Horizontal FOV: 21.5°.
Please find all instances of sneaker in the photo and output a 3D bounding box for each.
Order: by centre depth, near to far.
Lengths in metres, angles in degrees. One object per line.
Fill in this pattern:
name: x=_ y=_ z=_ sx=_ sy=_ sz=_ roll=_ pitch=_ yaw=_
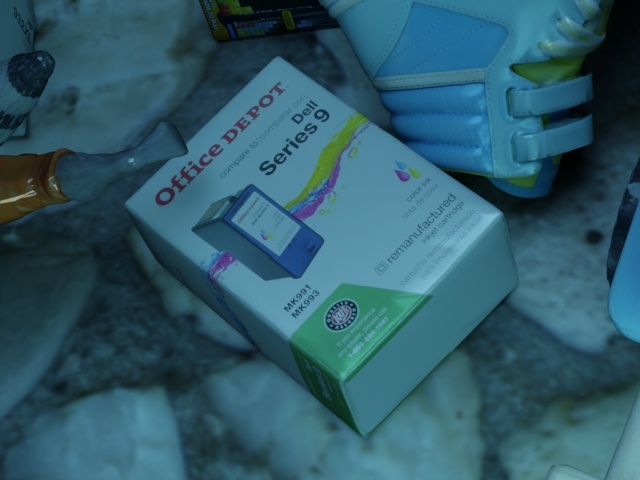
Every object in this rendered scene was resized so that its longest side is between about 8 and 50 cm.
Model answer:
sneaker: x=0.168 y=-0.147 z=1.096 sx=0.319 sy=0.127 sz=0.208 roll=-20 pitch=94 yaw=30

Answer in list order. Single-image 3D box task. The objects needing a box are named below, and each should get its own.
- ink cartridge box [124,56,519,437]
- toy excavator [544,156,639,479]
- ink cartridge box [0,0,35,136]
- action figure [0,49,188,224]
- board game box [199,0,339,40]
ink cartridge box: x=0.000 y=0.000 z=1.116 sx=0.154 sy=0.093 sz=0.212 roll=-44 pitch=59 yaw=-13
toy excavator: x=0.234 y=0.000 z=0.872 sx=0.222 sy=0.445 sz=0.433 roll=19 pitch=90 yaw=22
ink cartridge box: x=-0.390 y=-0.162 z=1.224 sx=0.307 sy=0.223 sz=0.129 roll=-8 pitch=59 yaw=9
action figure: x=-0.305 y=-0.072 z=1.055 sx=0.330 sy=0.341 sz=0.178 roll=-35 pitch=23 yaw=14
board game box: x=-0.028 y=-0.219 z=1.204 sx=0.141 sy=0.170 sz=0.048 roll=-5 pitch=57 yaw=11
